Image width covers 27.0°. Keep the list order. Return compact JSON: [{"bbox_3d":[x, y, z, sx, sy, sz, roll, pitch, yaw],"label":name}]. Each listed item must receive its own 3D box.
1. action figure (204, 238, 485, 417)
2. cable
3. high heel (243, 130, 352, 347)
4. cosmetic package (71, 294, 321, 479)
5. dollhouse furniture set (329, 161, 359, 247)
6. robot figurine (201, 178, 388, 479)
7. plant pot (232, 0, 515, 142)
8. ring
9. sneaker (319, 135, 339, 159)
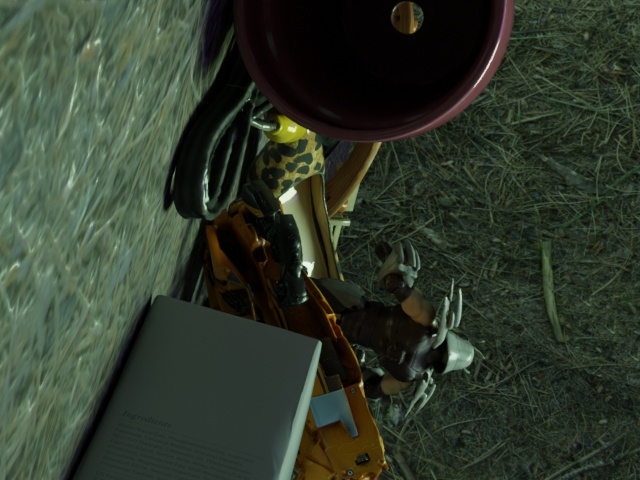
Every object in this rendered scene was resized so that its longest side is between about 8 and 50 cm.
[{"bbox_3d":[0.029,0.076,1.333,0.099,0.285,0.185,-70,176,-66],"label":"action figure"},{"bbox_3d":[-0.043,-0.113,1.040,0.287,0.072,0.139,-69,168,-66],"label":"cable"},{"bbox_3d":[0.000,0.000,1.384,0.093,0.186,0.261,-27,155,-29],"label":"high heel"},{"bbox_3d":[-0.101,0.205,0.980,0.224,0.138,0.224,-74,178,-48],"label":"cosmetic package"},{"bbox_3d":[-0.028,-0.058,1.930,0.161,0.101,0.181,-113,-150,-52],"label":"dollhouse furniture set"},{"bbox_3d":[-0.030,0.091,1.166,0.211,0.085,0.291,104,-36,-66],"label":"robot figurine"},{"bbox_3d":[0.055,-0.177,1.020,0.180,0.201,0.201,-24,130,-73],"label":"plant pot"},{"bbox_3d":[0.043,-0.172,1.739,0.336,0.032,0.336,-53,-155,38],"label":"ring"},{"bbox_3d":[0.009,-0.173,1.550,0.283,0.107,0.124,101,10,-63],"label":"sneaker"}]
